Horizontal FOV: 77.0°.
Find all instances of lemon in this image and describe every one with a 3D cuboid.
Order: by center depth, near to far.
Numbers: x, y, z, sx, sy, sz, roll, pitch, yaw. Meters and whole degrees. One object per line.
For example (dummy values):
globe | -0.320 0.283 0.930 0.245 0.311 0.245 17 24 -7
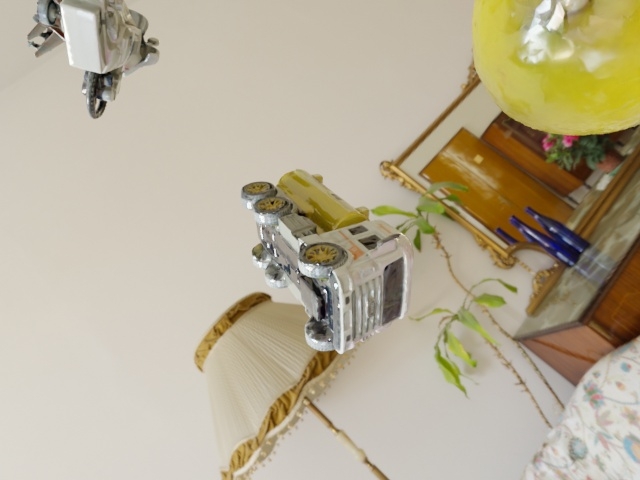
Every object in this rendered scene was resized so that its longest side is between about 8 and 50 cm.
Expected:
lemon | 0.262 -0.219 0.387 0.219 0.240 0.240 -28 -25 -39

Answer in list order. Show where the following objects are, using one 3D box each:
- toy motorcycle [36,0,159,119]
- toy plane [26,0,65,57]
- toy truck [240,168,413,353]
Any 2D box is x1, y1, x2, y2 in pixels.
toy motorcycle | -0.223 -0.246 0.414 0.221 0.102 0.150 120 156 -49
toy plane | -0.595 -0.530 0.968 0.223 0.104 0.326 -46 31 8
toy truck | 0.000 0.000 0.405 0.114 0.227 0.097 -18 -56 -21
